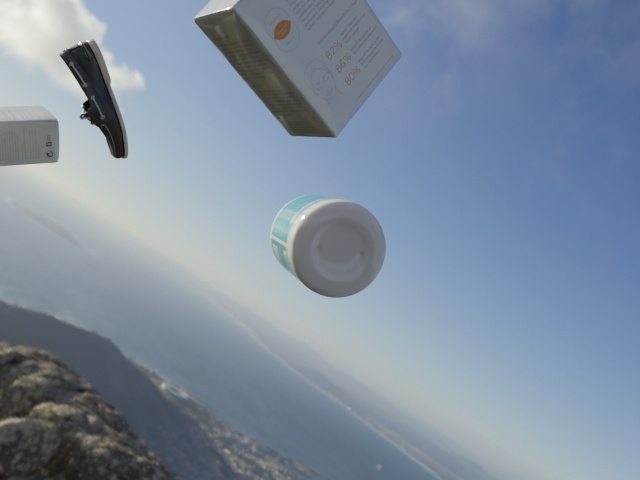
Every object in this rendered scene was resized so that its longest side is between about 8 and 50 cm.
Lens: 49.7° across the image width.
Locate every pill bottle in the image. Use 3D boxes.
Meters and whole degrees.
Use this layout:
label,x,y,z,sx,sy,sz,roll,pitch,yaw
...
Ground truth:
label,x,y,z,sx,sy,sz,roll,pitch,yaw
pill bottle,0.000,0.000,1.118,0.146,0.146,0.264,34,-2,-15

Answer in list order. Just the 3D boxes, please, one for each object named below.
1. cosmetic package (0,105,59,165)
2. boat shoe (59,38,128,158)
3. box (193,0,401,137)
label,x,y,z,sx,sy,sz,roll,pitch,yaw
cosmetic package,-0.585,-0.180,1.193,0.231,0.085,0.117,-8,26,-35
boat shoe,-0.372,-0.224,1.141,0.075,0.065,0.206,38,-36,49
box,-0.020,-0.212,0.725,0.170,0.130,0.091,48,-19,-31
